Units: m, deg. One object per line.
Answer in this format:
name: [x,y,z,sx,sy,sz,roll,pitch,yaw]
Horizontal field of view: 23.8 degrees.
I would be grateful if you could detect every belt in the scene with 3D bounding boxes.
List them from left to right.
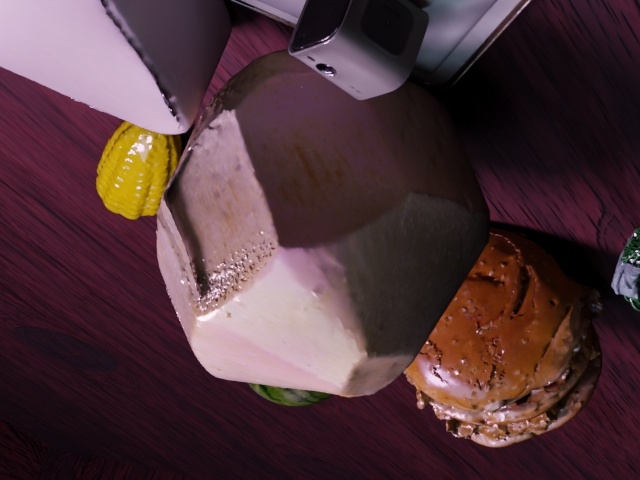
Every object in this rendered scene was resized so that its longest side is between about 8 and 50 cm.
belt: [0.392,0.023,1.665,0.121,0.079,0.151,35,146,-9]

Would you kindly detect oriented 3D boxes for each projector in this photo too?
projector: [0.034,-0.182,1.329,0.082,0.083,0.083,31,156,-28]

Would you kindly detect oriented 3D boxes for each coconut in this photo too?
coconut: [0.000,0.000,1.518,0.352,0.353,0.352,18,159,7]

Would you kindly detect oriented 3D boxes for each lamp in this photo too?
lamp: [0.039,-0.242,1.361,0.269,0.047,0.266,23,159,-8]

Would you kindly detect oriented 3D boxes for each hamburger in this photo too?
hamburger: [0.207,0.119,1.856,0.260,0.245,0.211,30,168,30]

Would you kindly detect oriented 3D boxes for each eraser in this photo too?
eraser: [-0.234,-0.257,1.444,0.331,0.150,0.331,20,162,7]

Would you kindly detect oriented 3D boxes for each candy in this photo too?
candy: [-0.222,-0.104,1.895,0.106,0.094,0.199,27,153,-2]

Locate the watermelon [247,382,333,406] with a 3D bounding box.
watermelon: [-0.043,0.144,2.209,0.188,0.188,0.214,2,153,40]
